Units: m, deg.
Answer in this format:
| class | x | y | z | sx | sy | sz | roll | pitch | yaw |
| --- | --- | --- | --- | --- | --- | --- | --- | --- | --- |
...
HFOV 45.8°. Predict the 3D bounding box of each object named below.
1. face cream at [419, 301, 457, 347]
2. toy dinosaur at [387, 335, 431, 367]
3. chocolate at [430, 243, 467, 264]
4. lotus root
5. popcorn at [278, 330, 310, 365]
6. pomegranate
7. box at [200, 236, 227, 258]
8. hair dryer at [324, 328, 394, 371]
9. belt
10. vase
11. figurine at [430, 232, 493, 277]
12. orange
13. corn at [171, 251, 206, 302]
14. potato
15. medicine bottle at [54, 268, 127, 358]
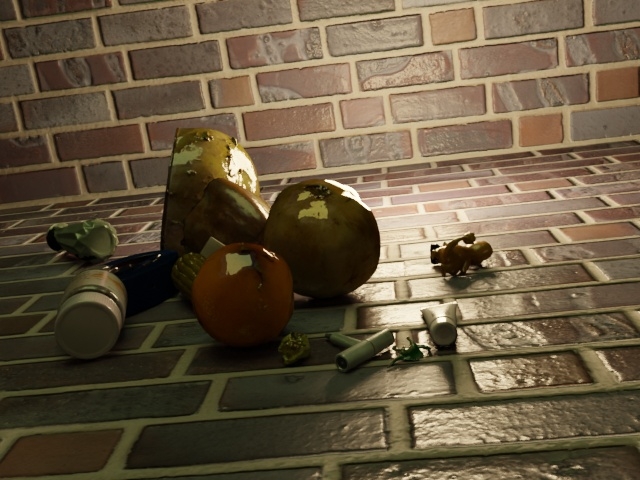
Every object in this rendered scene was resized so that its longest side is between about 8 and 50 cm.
| class | x | y | z | sx | sy | sz | roll | pitch | yaw |
| --- | --- | --- | --- | --- | --- | --- | --- | --- | --- |
| face cream | 0.273 | 0.179 | 1.722 | 0.092 | 0.058 | 0.243 | -11 | 9 | 8 |
| toy dinosaur | 0.183 | 0.239 | 1.594 | 0.060 | 0.029 | 0.120 | 22 | 31 | 33 |
| chocolate | 0.389 | 0.033 | 2.189 | 0.147 | 0.070 | 0.072 | -9 | 43 | -3 |
| lotus root | -0.238 | 0.004 | 2.304 | 0.316 | 0.316 | 0.250 | -18 | 37 | -35 |
| popcorn | -0.054 | 0.236 | 1.653 | 0.059 | 0.068 | 0.083 | -49 | 11 | 43 |
| pomegranate | 0.000 | 0.000 | 2.036 | 0.333 | 0.332 | 0.332 | -7 | 15 | 2 |
| box | -0.213 | 0.075 | 2.051 | 0.141 | 0.058 | 0.201 | 31 | -3 | 41 |
| hair dryer | 0.047 | 0.232 | 1.667 | 0.183 | 0.044 | 0.155 | 1 | 15 | 45 |
| belt | -0.551 | 0.122 | 2.199 | 0.213 | 0.117 | 0.347 | 4 | 18 | 31 |
| vase | -0.882 | -0.003 | 2.783 | 0.165 | 0.165 | 0.360 | -20 | 15 | -39 |
| figurine | 0.402 | 0.026 | 2.088 | 0.176 | 0.122 | 0.121 | -8 | 47 | -27 |
| orange | -0.175 | 0.126 | 1.756 | 0.246 | 0.246 | 0.246 | -7 | 15 | 2 |
| corn | -0.315 | 0.119 | 2.079 | 0.131 | 0.131 | 0.344 | -14 | 17 | -24 |
| potato | -0.360 | -0.154 | 2.551 | 0.320 | 0.441 | 0.385 | 4 | 1 | -10 |
| medicine bottle | -0.572 | 0.179 | 1.903 | 0.165 | 0.165 | 0.273 | -10 | 15 | -10 |
